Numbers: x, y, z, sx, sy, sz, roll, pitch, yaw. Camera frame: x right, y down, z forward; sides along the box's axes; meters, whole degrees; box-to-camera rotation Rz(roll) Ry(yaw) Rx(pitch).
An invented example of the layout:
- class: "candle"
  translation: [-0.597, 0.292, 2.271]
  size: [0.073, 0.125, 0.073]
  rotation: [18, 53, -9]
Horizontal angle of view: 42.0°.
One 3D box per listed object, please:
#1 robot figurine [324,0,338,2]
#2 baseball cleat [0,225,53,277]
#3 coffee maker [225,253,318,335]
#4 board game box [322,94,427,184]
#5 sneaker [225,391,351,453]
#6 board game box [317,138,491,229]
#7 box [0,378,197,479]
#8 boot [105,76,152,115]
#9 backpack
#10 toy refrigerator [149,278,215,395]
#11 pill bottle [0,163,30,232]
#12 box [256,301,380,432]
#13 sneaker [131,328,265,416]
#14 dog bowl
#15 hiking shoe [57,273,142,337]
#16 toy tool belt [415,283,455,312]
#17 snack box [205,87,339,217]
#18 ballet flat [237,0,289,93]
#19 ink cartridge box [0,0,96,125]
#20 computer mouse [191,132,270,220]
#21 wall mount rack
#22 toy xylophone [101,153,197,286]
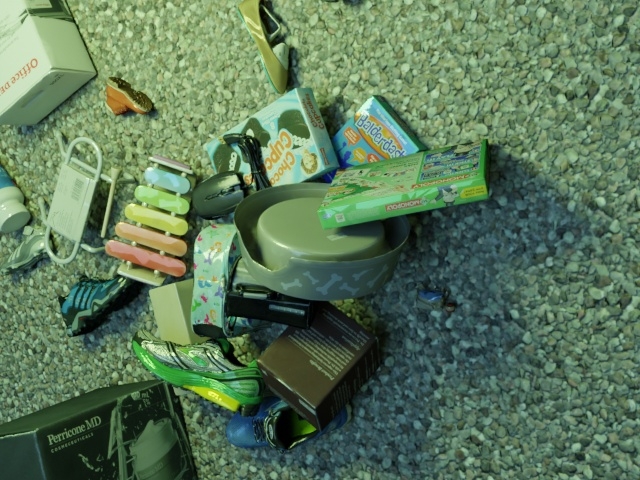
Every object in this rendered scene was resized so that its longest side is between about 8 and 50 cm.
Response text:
- class: "robot figurine"
  translation: [0.000, -0.641, 1.760]
  size: [0.291, 0.085, 0.211]
  rotation: [49, 117, 16]
- class: "baseball cleat"
  translation: [-0.825, 0.024, 2.339]
  size: [0.206, 0.072, 0.109]
  rotation: [-24, 70, 25]
- class: "coffee maker"
  translation: [-0.095, 0.121, 1.707]
  size: [0.178, 0.120, 0.171]
  rotation: [11, 136, 7]
- class: "board game box"
  translation: [0.100, -0.181, 1.782]
  size: [0.210, 0.047, 0.160]
  rotation: [-46, 74, 26]
- class: "sneaker"
  translation: [-0.098, 0.415, 1.915]
  size: [0.330, 0.147, 0.129]
  rotation: [-21, 85, 31]
- class: "board game box"
  translation: [0.168, -0.112, 1.619]
  size: [0.317, 0.213, 0.046]
  rotation: [-10, 114, 18]
- class: "box"
  translation: [-0.552, 0.626, 2.011]
  size: [0.297, 0.480, 0.471]
  rotation: [-15, 89, 29]
- class: "boot"
  translation: [-0.485, -0.342, 2.097]
  size: [0.158, 0.059, 0.084]
  rotation: [36, 116, 30]
- class: "backpack"
  translation: [-0.182, 0.085, 1.877]
  size: [0.191, 0.225, 0.253]
  rotation: [-4, 90, 28]
- class: "toy refrigerator"
  translation: [-0.326, 0.236, 2.057]
  size: [0.102, 0.094, 0.269]
  rotation: [-17, 87, 37]
- class: "pill bottle"
  translation: [-0.907, -0.130, 2.325]
  size: [0.221, 0.124, 0.124]
  rotation: [49, 117, 15]
- class: "box"
  translation: [0.000, 0.261, 1.776]
  size: [0.168, 0.167, 0.203]
  rotation: [36, 70, 22]
- class: "sneaker"
  translation: [-0.277, 0.278, 1.928]
  size: [0.344, 0.134, 0.146]
  rotation: [21, 87, 11]
- class: "dog bowl"
  translation: [0.000, 0.000, 1.655]
  size: [0.349, 0.349, 0.102]
  rotation: [19, 122, 27]
- class: "hiking shoe"
  translation: [-0.591, 0.140, 2.182]
  size: [0.304, 0.113, 0.132]
  rotation: [-34, 80, 29]
- class: "toy tool belt"
  translation: [0.240, 0.119, 1.738]
  size: [0.083, 0.052, 0.051]
  rotation: [8, 109, 28]
- class: "snack box"
  translation: [-0.113, -0.190, 1.863]
  size: [0.322, 0.060, 0.187]
  rotation: [-24, 84, 42]
- class: "ballet flat"
  translation: [-0.113, -0.441, 1.858]
  size: [0.073, 0.080, 0.232]
  rotation: [-26, 84, 15]
- class: "ink cartridge box"
  translation: [-0.800, -0.536, 2.185]
  size: [0.285, 0.166, 0.394]
  rotation: [-29, 81, 30]
- class: "computer mouse"
  translation: [-0.228, -0.142, 1.893]
  size: [0.262, 0.060, 0.184]
  rotation: [-9, 95, 43]
- class: "wall mount rack"
  translation: [-0.647, -0.127, 2.181]
  size: [0.304, 0.130, 0.350]
  rotation: [29, 110, 20]
- class: "toy xylophone"
  translation: [-0.424, -0.055, 2.035]
  size: [0.236, 0.081, 0.322]
  rotation: [10, 102, 2]
